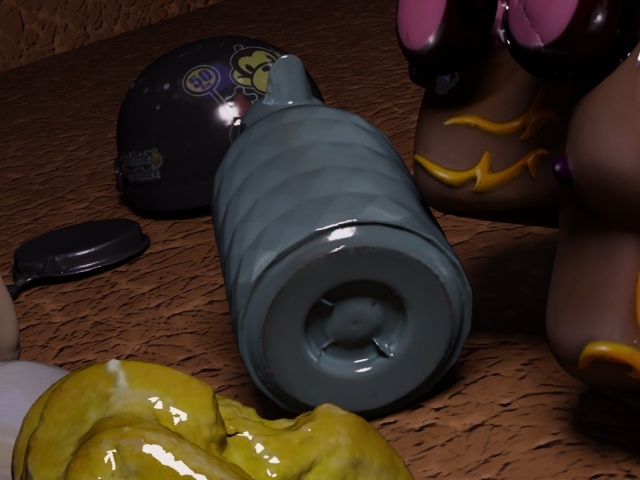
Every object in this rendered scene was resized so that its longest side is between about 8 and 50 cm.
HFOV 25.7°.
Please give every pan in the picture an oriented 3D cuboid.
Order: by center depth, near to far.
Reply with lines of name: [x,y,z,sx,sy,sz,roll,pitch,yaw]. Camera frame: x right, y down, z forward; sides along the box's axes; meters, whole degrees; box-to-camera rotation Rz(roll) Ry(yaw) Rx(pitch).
pan: [-0.260,0.025,1.304,0.136,0.028,0.235,0,22,39]

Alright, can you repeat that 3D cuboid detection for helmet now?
helmet: [-0.115,-0.133,1.476,0.230,0.160,0.279,-26,22,-31]

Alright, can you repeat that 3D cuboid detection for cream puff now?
cream puff: [-0.036,0.136,0.561,0.194,0.195,0.221,-18,22,-15]

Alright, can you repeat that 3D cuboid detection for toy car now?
toy car: [0.189,-0.036,0.788,0.271,0.240,0.340,7,2,-27]

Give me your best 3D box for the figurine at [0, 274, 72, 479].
figurine: [-0.264,0.113,0.791,0.380,0.203,0.248,2,32,6]

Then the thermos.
thermos: [0.000,0.000,0.951,0.145,0.182,0.286,-6,28,-8]
